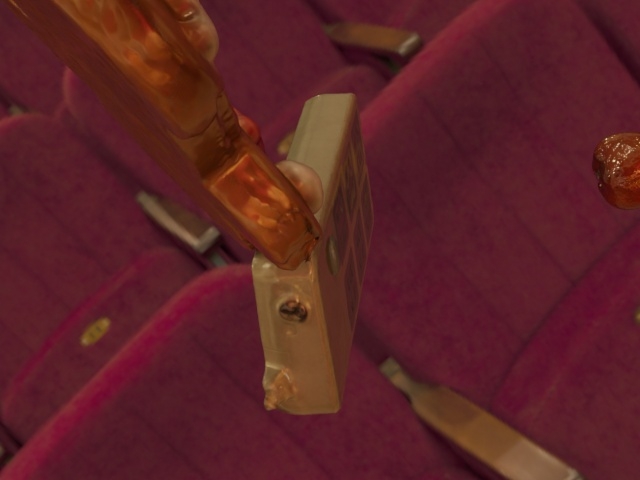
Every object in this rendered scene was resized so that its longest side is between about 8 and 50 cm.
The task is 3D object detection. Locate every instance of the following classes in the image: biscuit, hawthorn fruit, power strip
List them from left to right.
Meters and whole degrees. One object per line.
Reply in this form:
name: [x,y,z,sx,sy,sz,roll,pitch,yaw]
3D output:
biscuit: [-0.079,-0.077,0.489,0.047,0.340,0.216,-44,70,-5]
power strip: [0.000,0.000,0.720,0.046,0.118,0.270,-1,31,9]
hawthorn fruit: [0.318,-0.074,1.053,0.093,0.081,0.081,-18,34,9]
